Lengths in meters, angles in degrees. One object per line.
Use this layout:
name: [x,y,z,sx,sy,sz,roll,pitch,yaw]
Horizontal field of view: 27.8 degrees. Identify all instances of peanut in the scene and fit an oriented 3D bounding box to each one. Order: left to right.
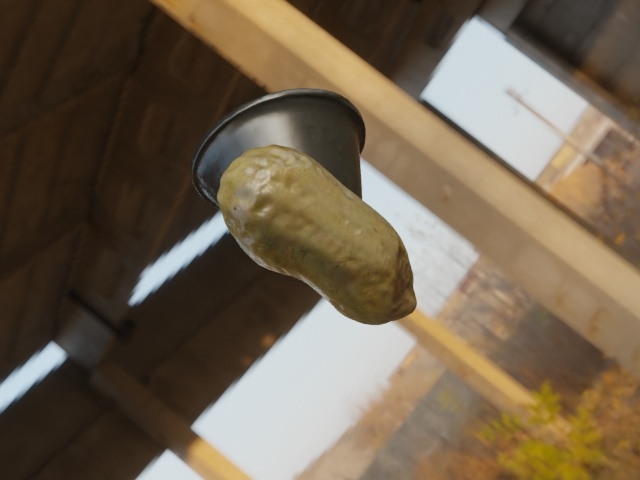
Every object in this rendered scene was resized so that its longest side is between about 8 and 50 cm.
peanut: [0.000,0.000,1.273,0.120,0.236,0.110,-44,18,18]

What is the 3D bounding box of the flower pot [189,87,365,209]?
flower pot: [-0.037,-0.072,1.848,0.269,0.166,0.269,-17,-31,-10]
